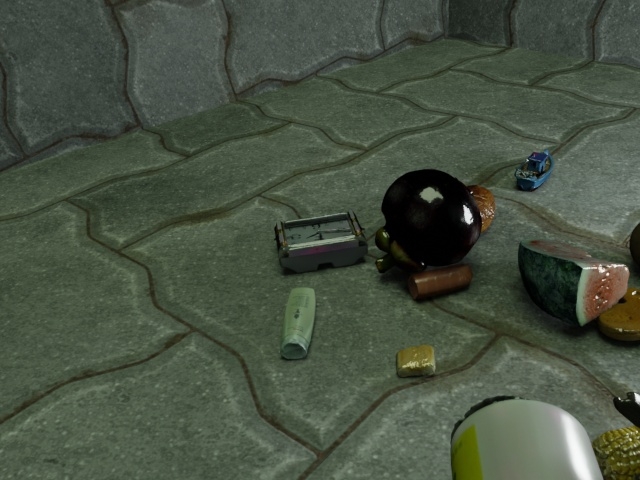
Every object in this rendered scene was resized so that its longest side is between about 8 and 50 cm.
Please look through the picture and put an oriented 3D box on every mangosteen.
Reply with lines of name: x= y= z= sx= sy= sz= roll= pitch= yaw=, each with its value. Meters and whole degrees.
mangosteen: x=0.249 y=-0.031 z=1.515 sx=0.302 sy=0.275 sz=0.275 roll=-46 pitch=33 yaw=7

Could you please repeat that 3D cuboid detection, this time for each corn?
corn: x=0.569 y=0.341 z=0.991 sx=0.259 sy=0.091 sz=0.091 roll=-9 pitch=39 yaw=-7

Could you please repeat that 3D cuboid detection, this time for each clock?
clock: x=0.000 y=0.000 z=1.669 sx=0.253 sy=0.084 sz=0.186 roll=-8 pitch=31 yaw=-4

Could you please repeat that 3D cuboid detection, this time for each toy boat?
toy boat: x=0.689 y=-0.239 z=1.942 sx=0.100 sy=0.097 sz=0.223 roll=17 pitch=38 yaw=29

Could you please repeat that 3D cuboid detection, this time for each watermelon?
watermelon: x=0.564 y=0.086 z=1.376 sx=0.225 sy=0.148 sz=0.318 roll=3 pitch=12 yaw=9

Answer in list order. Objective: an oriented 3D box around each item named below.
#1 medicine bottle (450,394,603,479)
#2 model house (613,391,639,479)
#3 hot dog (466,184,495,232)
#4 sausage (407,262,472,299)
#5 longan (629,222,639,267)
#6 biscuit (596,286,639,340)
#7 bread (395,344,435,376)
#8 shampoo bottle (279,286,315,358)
medicine bottle: x=0.290 y=0.410 z=0.797 sx=0.213 sy=0.214 sz=0.379 roll=-1 pitch=30 yaw=7
model house: x=0.472 y=0.342 z=0.778 sx=0.205 sy=0.278 sz=0.218 roll=-42 pitch=15 yaw=30
hot dog: x=0.409 y=-0.086 z=1.727 sx=0.160 sy=0.099 sz=0.226 roll=19 pitch=37 yaw=35
sausage: x=0.301 y=0.097 z=1.479 sx=0.169 sy=0.065 sz=0.065 roll=-12 pitch=31 yaw=-13
longan: x=0.832 y=0.008 z=1.448 sx=0.167 sy=0.168 sz=0.187 roll=12 pitch=14 yaw=28
biscuit: x=0.737 y=0.157 z=1.311 sx=0.301 sy=0.049 sz=0.197 roll=-13 pitch=24 yaw=-13
bread: x=0.197 y=0.252 z=1.259 sx=0.083 sy=0.035 sz=0.070 roll=-9 pitch=30 yaw=7
shampoo bottle: x=-0.050 y=0.186 z=1.396 sx=0.072 sy=0.049 sz=0.212 roll=1 pitch=31 yaw=3
